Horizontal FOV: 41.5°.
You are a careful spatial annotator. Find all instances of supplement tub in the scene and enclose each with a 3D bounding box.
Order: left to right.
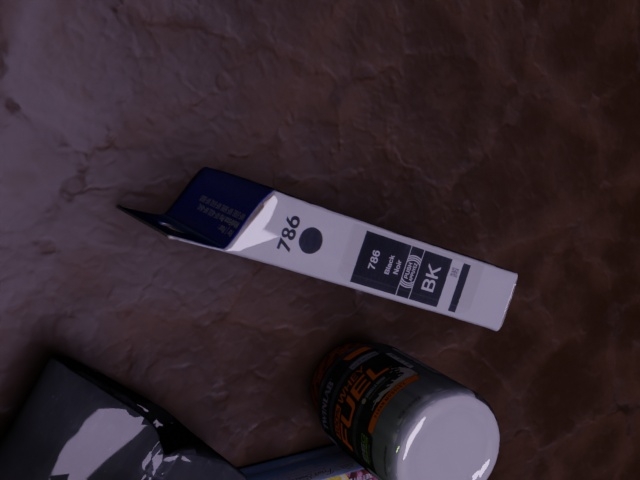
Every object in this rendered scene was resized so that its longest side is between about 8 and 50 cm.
[{"bbox_3d":[0.072,0.169,0.817,0.117,0.190,0.117,-6,102,-27],"label":"supplement tub"}]

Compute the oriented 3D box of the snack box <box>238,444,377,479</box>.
[{"bbox_3d":[-0.024,0.330,0.871,0.174,0.070,0.207,-8,106,-26],"label":"snack box"}]

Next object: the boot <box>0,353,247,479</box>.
[{"bbox_3d":[-0.314,0.284,0.663,0.445,0.146,0.367,-52,128,-4],"label":"boot"}]

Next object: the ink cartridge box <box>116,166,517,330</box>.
[{"bbox_3d":[0.000,0.000,0.758,0.332,0.165,0.065,16,93,-30],"label":"ink cartridge box"}]
